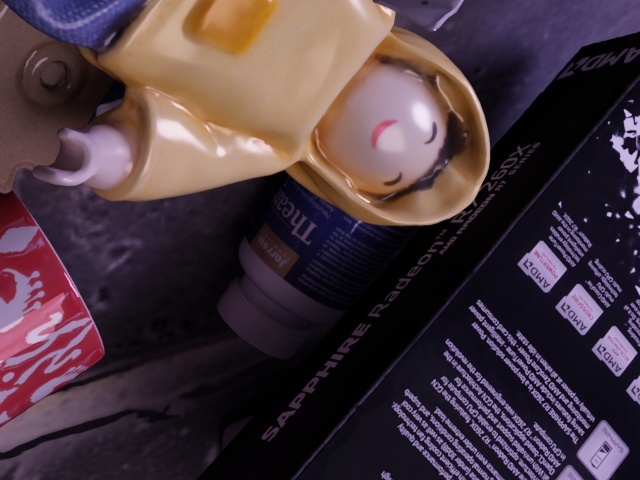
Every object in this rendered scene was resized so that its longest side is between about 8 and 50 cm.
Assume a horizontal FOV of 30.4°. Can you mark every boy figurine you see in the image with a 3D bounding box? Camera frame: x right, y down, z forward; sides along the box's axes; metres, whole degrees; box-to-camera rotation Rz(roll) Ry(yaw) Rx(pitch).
[{"bbox_3d":[-0.035,-0.082,0.440,0.177,0.092,0.285,-54,135,-4],"label":"boy figurine"}]

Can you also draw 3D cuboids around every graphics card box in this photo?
[{"bbox_3d":[0.117,0.097,0.589,0.233,0.094,0.371,47,72,-16],"label":"graphics card box"}]

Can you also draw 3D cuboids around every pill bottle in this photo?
[{"bbox_3d":[0.000,0.000,0.606,0.067,0.067,0.120,25,107,-45],"label":"pill bottle"}]

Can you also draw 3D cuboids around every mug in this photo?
[{"bbox_3d":[-0.192,0.053,0.504,0.169,0.150,0.113,-32,100,-17],"label":"mug"}]

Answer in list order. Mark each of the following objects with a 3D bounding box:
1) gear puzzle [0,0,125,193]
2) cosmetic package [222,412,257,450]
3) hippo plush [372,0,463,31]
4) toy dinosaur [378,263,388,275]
[{"bbox_3d":[-0.174,-0.142,0.381,0.339,0.044,0.175,28,98,-47],"label":"gear puzzle"},{"bbox_3d":[0.172,0.169,0.800,0.453,0.161,0.230,-18,132,-23],"label":"cosmetic package"},{"bbox_3d":[0.050,-0.249,0.378,0.294,0.234,0.236,-48,109,-19],"label":"hippo plush"},{"bbox_3d":[0.064,0.034,0.704,0.082,0.047,0.090,-28,128,-42],"label":"toy dinosaur"}]
